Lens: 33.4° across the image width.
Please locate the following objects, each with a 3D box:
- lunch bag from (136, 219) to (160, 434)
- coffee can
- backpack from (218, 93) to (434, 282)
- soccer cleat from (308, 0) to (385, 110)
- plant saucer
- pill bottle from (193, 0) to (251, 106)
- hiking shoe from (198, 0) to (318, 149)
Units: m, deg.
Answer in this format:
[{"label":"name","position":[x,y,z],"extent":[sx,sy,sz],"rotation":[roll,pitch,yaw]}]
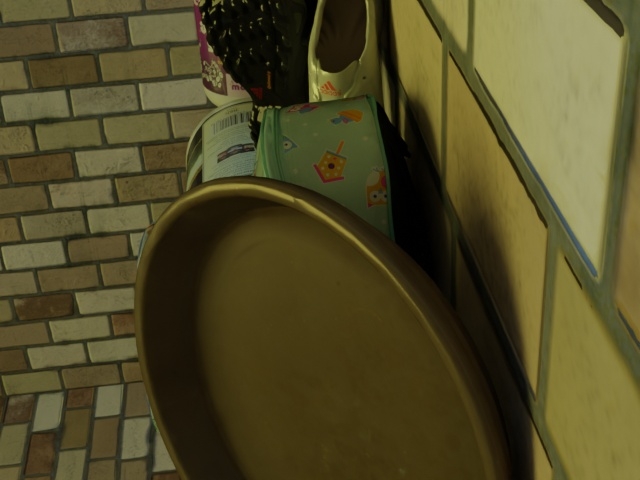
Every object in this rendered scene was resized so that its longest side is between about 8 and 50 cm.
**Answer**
[{"label":"lunch bag","position":[-0.118,0.090,1.166],"extent":[0.303,0.114,0.243],"rotation":[-34,-61,-85]},{"label":"coffee can","position":[-0.082,-0.051,1.435],"extent":[0.275,0.201,0.202],"rotation":[-101,6,-61]},{"label":"backpack","position":[0.000,0.000,0.700],"extent":[0.166,0.144,0.189],"rotation":[-89,-3,-74]},{"label":"soccer cleat","position":[0.018,-0.098,0.778],"extent":[0.076,0.068,0.196],"rotation":[-26,-66,-75]},{"label":"plant saucer","position":[-0.003,0.094,0.579],"extent":[0.277,0.041,0.278],"rotation":[23,124,39]},{"label":"pill bottle","position":[-0.109,-0.307,1.695],"extent":[0.169,0.169,0.302],"rotation":[-102,7,-61]},{"label":"hiking shoe","position":[-0.023,-0.162,0.848],"extent":[0.114,0.086,0.227],"rotation":[-54,-37,-40]}]
